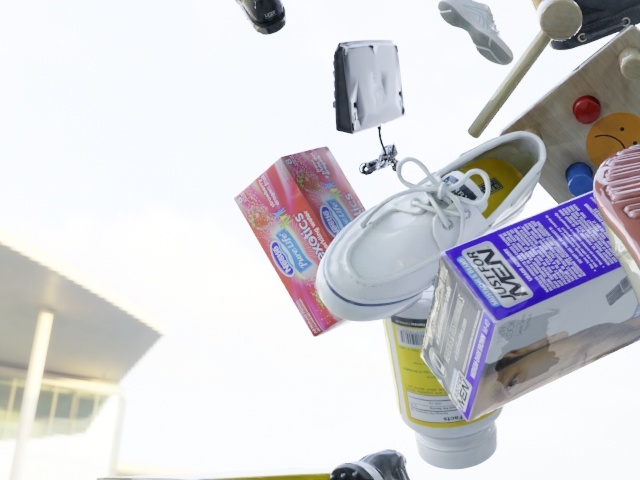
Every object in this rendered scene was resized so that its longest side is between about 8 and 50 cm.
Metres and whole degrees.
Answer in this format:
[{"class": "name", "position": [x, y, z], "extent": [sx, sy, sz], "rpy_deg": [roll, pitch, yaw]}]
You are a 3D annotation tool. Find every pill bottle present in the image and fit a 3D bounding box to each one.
[{"class": "pill bottle", "position": [0.210, 0.207, 1.698], "extent": [0.188, 0.188, 0.333], "rpy_deg": [-4, -66, 16]}]

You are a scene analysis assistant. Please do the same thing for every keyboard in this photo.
[{"class": "keyboard", "position": [0.074, -0.186, 1.454], "extent": [0.033, 0.201, 0.317], "rpy_deg": [-4, 9, 19]}]

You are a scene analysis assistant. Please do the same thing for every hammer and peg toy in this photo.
[{"class": "hammer and peg toy", "position": [0.396, -0.179, 1.487], "extent": [0.361, 0.127, 0.266], "rpy_deg": [44, -65, -11]}]

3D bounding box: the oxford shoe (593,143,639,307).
[{"class": "oxford shoe", "position": [0.302, 0.029, 0.814], "extent": [0.141, 0.397, 0.146], "rpy_deg": [-8, -65, 15]}]

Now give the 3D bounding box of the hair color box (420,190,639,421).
[{"class": "hair color box", "position": [0.283, 0.046, 1.080], "extent": [0.339, 0.110, 0.185], "rpy_deg": [-20, -37, -18]}]

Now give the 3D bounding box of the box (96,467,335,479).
[{"class": "box", "position": [-0.073, 0.388, 1.076], "extent": [0.290, 0.279, 0.177], "rpy_deg": [9, -15, -43]}]

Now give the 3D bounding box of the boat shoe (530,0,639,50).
[{"class": "boat shoe", "position": [0.585, -0.438, 1.707], "extent": [0.501, 0.187, 0.155], "rpy_deg": [-17, -67, -10]}]

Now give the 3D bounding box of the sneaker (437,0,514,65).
[{"class": "sneaker", "position": [0.262, -0.348, 1.634], "extent": [0.152, 0.061, 0.053], "rpy_deg": [46, -22, 4]}]

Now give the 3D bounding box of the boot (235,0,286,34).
[{"class": "boot", "position": [-0.066, -0.239, 0.843], "extent": [0.045, 0.121, 0.099], "rpy_deg": [-27, -28, -9]}]

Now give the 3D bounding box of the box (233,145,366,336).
[{"class": "box", "position": [0.000, 0.000, 1.543], "extent": [0.128, 0.256, 0.123], "rpy_deg": [-37, -11, 39]}]

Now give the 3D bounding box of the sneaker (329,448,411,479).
[{"class": "sneaker", "position": [0.091, 0.320, 1.050], "extent": [0.078, 0.234, 0.106], "rpy_deg": [-17, 4, 40]}]

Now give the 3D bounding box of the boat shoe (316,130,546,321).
[{"class": "boat shoe", "position": [0.153, -0.038, 1.231], "extent": [0.367, 0.136, 0.156], "rpy_deg": [-29, -22, -30]}]
